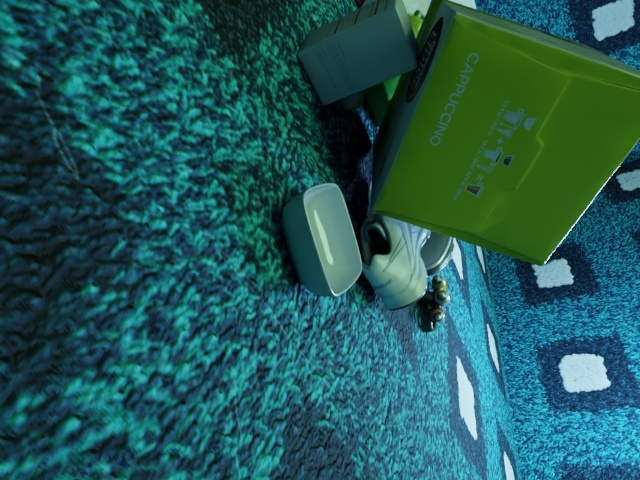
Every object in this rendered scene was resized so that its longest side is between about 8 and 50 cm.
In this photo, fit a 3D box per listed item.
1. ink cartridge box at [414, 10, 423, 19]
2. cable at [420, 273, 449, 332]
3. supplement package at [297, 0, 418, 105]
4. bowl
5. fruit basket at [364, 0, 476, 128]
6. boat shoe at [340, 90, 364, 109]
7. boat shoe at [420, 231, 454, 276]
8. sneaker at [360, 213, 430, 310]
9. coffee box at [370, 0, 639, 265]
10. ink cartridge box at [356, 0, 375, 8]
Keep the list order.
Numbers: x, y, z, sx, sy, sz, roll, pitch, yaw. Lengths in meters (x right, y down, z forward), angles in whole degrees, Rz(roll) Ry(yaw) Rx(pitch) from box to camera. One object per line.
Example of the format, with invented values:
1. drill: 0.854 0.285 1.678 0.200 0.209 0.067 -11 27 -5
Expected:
1. ink cartridge box: 0.250 -0.490 1.207 0.273 0.198 0.115 60 27 -30
2. cable: 0.310 0.165 1.122 0.287 0.072 0.140 19 74 -63
3. supplement package: 0.068 -0.332 0.759 0.105 0.179 0.105 58 30 -34
4. bowl: 0.000 0.000 0.585 0.142 0.053 0.142 -29 103 -64
5. fruit basket: 0.258 -0.434 1.066 0.353 0.165 0.327 -42 124 -14
6. boat shoe: 0.063 -0.348 0.889 0.059 0.062 0.170 64 22 -61
7. boat shoe: 0.303 0.016 1.146 0.096 0.112 0.335 61 24 -18
8. sneaker: 0.138 -0.016 0.830 0.129 0.111 0.297 45 33 -28
9. coffee box: 0.308 -0.215 0.816 0.334 0.337 0.338 -77 -174 -56
10. ink cartridge box: 0.196 -0.714 1.243 0.128 0.176 0.127 58 30 -33
